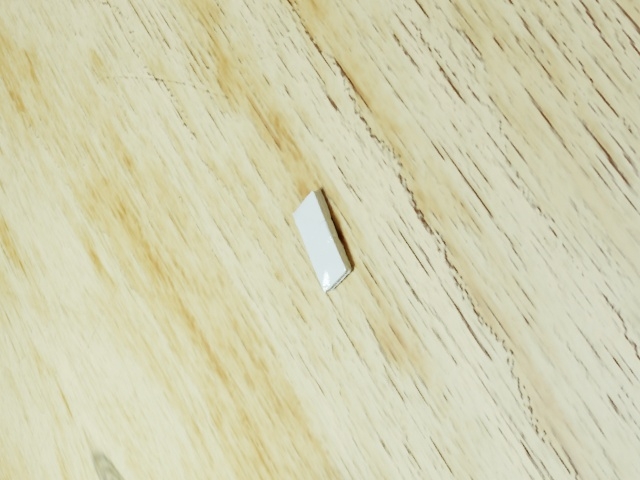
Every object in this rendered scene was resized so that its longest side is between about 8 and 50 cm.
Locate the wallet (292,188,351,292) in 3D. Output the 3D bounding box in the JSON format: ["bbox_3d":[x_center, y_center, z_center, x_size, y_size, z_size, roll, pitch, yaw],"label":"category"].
[{"bbox_3d":[0.000,0.000,1.232,0.044,0.011,0.083,-46,58,46],"label":"wallet"}]
